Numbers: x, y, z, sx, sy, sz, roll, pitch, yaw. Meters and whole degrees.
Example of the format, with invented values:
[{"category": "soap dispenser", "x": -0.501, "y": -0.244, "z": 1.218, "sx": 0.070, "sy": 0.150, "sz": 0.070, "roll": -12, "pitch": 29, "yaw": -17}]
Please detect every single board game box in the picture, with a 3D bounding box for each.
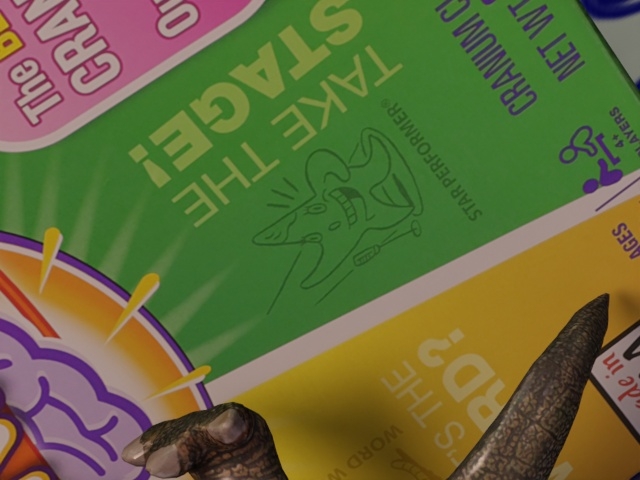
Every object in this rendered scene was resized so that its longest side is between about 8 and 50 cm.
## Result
[{"category": "board game box", "x": -0.069, "y": 0.033, "z": 0.433, "sx": 0.316, "sy": 0.242, "sz": 0.064, "roll": -39, "pitch": 30, "yaw": 4}]

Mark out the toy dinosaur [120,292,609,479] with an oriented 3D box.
[{"category": "toy dinosaur", "x": -0.034, "y": 0.137, "z": 0.398, "sx": 0.121, "sy": 0.160, "sz": 0.313, "roll": 0, "pitch": 41, "yaw": 52}]
